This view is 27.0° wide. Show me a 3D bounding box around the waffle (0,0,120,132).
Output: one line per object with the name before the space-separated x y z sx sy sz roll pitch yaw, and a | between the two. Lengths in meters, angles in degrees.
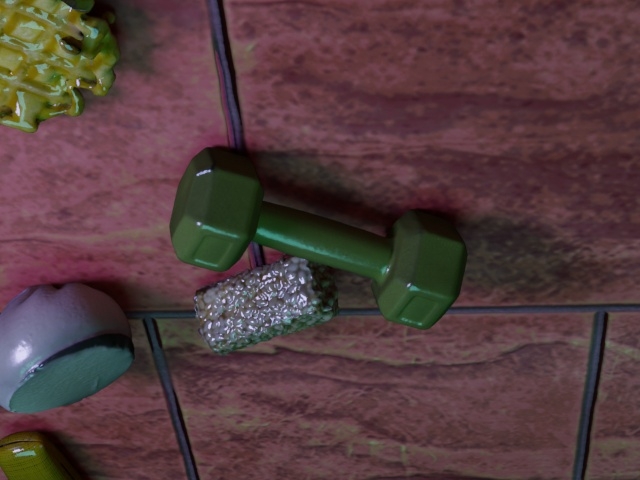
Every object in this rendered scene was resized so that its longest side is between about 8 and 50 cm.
waffle | -0.327 -0.190 1.191 0.280 0.060 0.262 -7 139 11

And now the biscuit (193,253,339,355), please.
biscuit | -0.061 0.069 1.470 0.168 0.082 0.070 -21 160 25

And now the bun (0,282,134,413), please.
bun | -0.303 0.110 1.495 0.173 0.120 0.173 -26 160 -10

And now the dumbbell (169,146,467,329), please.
dumbbell | 0.000 0.000 1.359 0.302 0.108 0.121 16 138 -15

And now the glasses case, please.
glasses case | -0.363 0.332 1.803 0.079 0.064 0.234 -10 138 12
